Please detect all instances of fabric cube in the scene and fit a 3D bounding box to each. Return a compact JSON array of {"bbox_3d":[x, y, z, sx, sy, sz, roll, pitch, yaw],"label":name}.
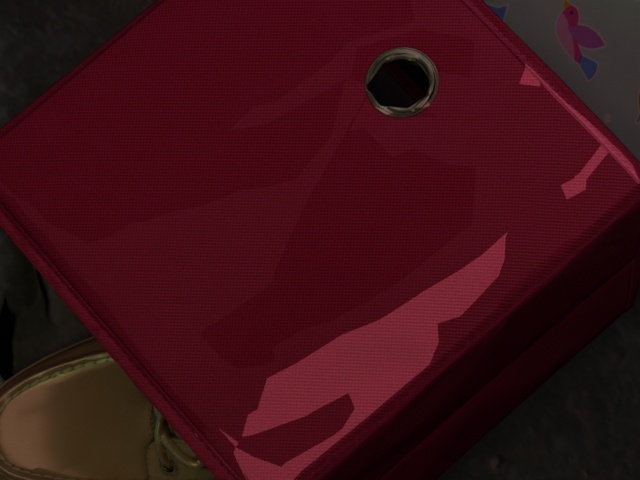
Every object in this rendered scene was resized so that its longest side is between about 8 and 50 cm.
[{"bbox_3d":[0.000,0.000,1.060,0.258,0.259,0.254,-40,74,-6],"label":"fabric cube"}]

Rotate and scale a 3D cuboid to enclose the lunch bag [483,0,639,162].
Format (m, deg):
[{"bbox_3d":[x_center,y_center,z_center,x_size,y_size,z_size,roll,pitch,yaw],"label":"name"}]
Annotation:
[{"bbox_3d":[0.186,-0.148,1.114,0.224,0.108,0.279,-42,122,-4],"label":"lunch bag"}]

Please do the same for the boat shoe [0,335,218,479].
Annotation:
[{"bbox_3d":[-0.063,0.099,1.228,0.341,0.110,0.122,-11,82,6],"label":"boat shoe"}]

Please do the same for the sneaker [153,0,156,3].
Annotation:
[{"bbox_3d":[-0.040,-0.071,1.266,0.090,0.081,0.232,-35,73,5],"label":"sneaker"}]
